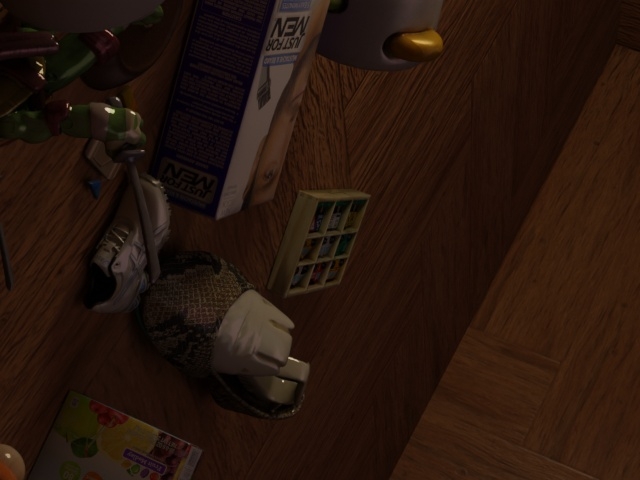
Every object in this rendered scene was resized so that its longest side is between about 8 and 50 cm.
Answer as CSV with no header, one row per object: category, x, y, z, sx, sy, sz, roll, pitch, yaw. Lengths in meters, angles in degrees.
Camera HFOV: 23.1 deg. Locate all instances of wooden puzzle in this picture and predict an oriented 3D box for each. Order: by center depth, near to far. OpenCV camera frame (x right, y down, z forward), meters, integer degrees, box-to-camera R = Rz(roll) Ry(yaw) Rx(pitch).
wooden puzzle,-0.236,-0.110,1.748,0.116,0.014,0.078,-62,157,-19

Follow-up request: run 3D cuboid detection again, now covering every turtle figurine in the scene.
turtle figurine,-0.243,-0.107,1.440,0.198,0.274,0.266,-33,-155,55

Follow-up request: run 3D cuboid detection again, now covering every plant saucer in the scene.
plant saucer,-0.194,-0.249,1.670,0.198,0.036,0.199,-56,159,-36

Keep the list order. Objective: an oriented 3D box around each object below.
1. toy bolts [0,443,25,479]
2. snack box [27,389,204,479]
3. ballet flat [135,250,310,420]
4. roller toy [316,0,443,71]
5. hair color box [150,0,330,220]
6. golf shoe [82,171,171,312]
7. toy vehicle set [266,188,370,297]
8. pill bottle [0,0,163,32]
toy bolts,-0.346,0.351,1.691,0.228,0.218,0.158,-58,177,34
snack box,-0.264,0.310,1.886,0.207,0.174,0.070,-67,161,-8
ballet flat,-0.102,0.146,2.161,0.164,0.182,0.483,-63,161,-14
roller toy,0.067,-0.314,2.096,0.191,0.209,0.146,-78,-179,-61
hair color box,-0.090,-0.208,1.911,0.185,0.110,0.339,-25,136,-67
golf shoe,-0.229,0.008,1.824,0.086,0.069,0.176,-16,125,-61
toy vehicle set,0.000,0.000,2.531,0.267,0.035,0.166,-8,118,-70
pill bottle,-0.206,-0.352,1.234,0.204,0.204,0.361,-56,158,-34
